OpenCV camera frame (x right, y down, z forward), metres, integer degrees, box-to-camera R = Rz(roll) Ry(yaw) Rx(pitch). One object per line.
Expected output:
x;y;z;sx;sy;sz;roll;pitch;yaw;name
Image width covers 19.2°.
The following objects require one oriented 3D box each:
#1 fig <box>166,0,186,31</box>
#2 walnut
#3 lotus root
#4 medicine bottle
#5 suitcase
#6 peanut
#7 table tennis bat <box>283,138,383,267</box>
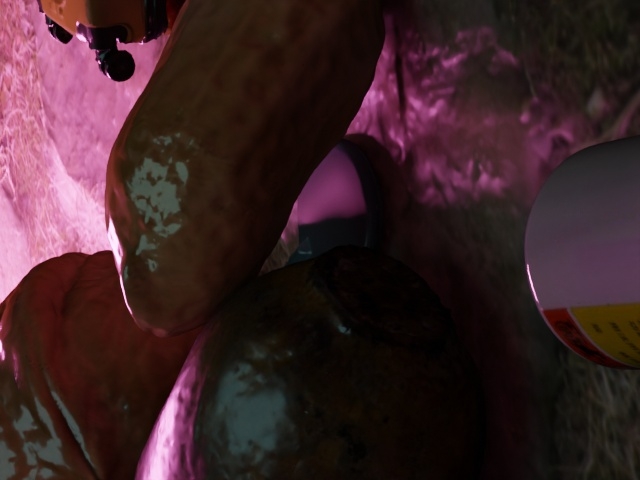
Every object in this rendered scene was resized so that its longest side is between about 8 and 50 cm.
-0.054;-0.204;1.557;0.154;0.103;0.109;-25;29;26;fig
-0.189;0.149;1.693;0.313;0.277;0.252;-98;6;-67;walnut
-0.006;0.165;1.429;0.250;0.250;0.346;57;139;37;lotus root
0.225;0.001;1.048;0.225;0.139;0.139;-11;88;62;medicine bottle
-0.175;-0.280;1.691;0.194;0.143;0.235;-143;46;-58;suitcase
-0.063;-0.094;1.421;0.340;0.158;0.174;-60;8;-23;peanut
0.000;0.000;1.575;0.201;0.033;0.124;-57;44;49;table tennis bat
